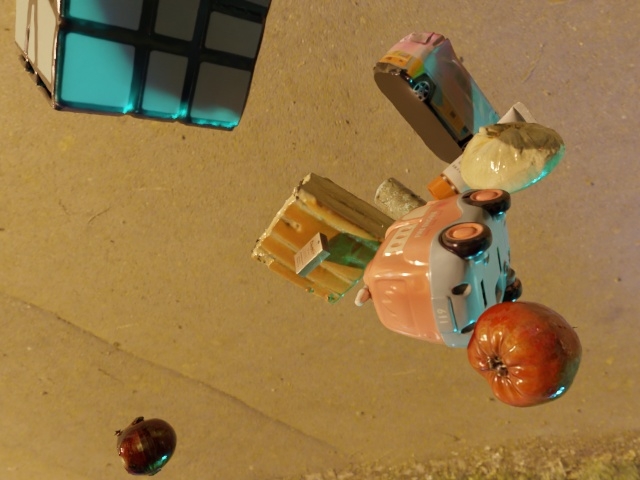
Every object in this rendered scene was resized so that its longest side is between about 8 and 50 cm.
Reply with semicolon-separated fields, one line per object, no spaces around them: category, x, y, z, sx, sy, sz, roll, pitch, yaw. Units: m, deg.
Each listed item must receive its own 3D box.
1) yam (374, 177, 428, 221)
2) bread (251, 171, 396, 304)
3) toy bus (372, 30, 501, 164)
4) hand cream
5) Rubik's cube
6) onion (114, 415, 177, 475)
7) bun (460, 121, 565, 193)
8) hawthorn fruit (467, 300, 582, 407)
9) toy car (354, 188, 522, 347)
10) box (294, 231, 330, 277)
yam;0.230;-0.096;1.408;0.107;0.194;0.107;-19;133;-22
bread;0.000;0.000;1.106;0.246;0.111;0.239;32;125;-14
toy bus;0.310;-0.369;1.305;0.386;0.171;0.162;38;86;-33
hand cream;0.414;-0.205;1.268;0.314;0.089;0.140;-35;90;11
Rubik's cube;-0.260;-0.349;0.729;0.283;0.288;0.294;-6;126;-40
onion;-0.330;0.389;0.961;0.118;0.117;0.119;1;85;-17
bun;0.388;-0.189;1.052;0.222;0.222;0.127;-30;110;19
hawthorn fruit;0.241;0.122;0.591;0.140;0.125;0.125;-49;115;-10
toy car;0.182;0.038;0.779;0.212;0.270;0.181;-1;117;33
box;-0.018;0.029;1.014;0.024;0.053;0.083;30;123;-32
